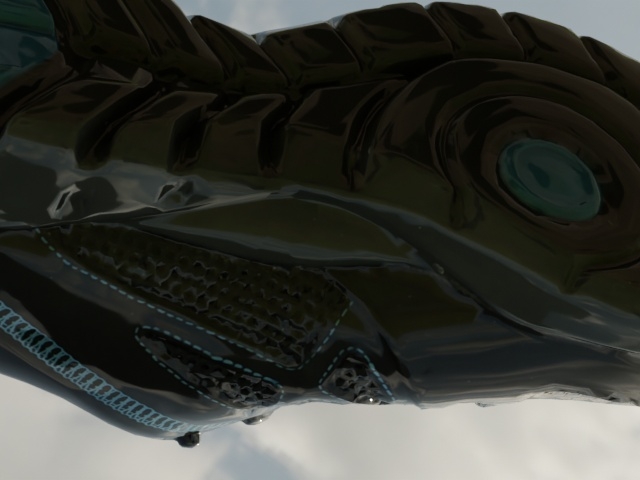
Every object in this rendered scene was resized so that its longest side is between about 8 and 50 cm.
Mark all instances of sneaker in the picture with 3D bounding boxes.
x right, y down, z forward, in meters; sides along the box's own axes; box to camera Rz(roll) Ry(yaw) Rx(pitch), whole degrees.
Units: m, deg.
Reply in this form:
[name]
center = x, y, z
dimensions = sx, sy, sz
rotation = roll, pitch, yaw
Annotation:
[sneaker]
center = 0.000, 0.000, 0.548
dimensions = 0.341, 0.139, 0.125
rotation = 13, -138, -10
